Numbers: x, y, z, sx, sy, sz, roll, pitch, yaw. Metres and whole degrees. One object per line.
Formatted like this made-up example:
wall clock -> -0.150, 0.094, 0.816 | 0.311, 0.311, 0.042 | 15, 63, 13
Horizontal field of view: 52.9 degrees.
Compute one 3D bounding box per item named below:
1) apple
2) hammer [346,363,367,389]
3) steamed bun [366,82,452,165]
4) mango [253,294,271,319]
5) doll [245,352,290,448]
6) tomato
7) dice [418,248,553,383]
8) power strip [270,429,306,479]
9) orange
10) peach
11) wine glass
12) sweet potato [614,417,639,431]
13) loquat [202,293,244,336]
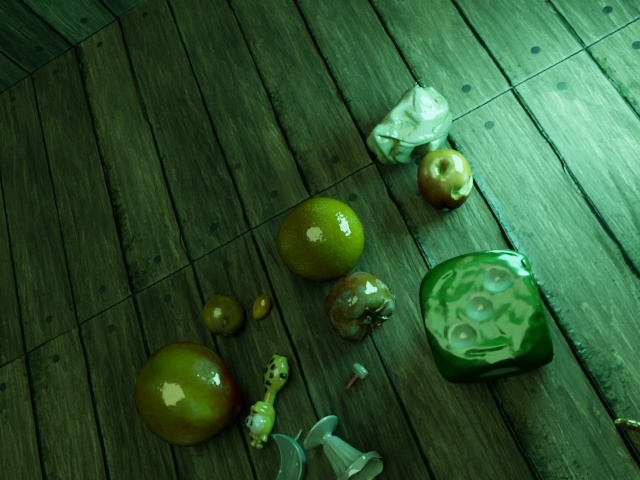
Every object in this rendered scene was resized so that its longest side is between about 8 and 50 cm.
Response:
apple -> 0.381, -0.192, 1.967 | 0.199, 0.199, 0.199 | -8, 67, 19
hammer -> 0.103, 0.413, 1.931 | 0.052, 0.031, 0.083 | 39, 98, 32
steamed bun -> 0.294, -0.344, 2.045 | 0.207, 0.268, 0.280 | 44, 97, 0
mango -> -0.195, 0.221, 2.118 | 0.060, 0.046, 0.089 | 31, 96, 31
doll -> -0.163, 0.489, 1.977 | 0.117, 0.086, 0.291 | -8, 62, 64
tomato -> 0.105, 0.190, 1.949 | 0.214, 0.155, 0.181 | -46, 57, 1
dice -> 0.443, 0.210, 1.722 | 0.297, 0.287, 0.300 | -17, 65, 16
power strip -> -0.105, 0.662, 1.905 | 0.137, 0.044, 0.216 | 8, 74, 24
orange -> 0.000, 0.000, 2.001 | 0.274, 0.274, 0.274 | -8, 67, 19
peach -> -0.400, 0.473, 1.972 | 0.332, 0.308, 0.308 | 18, 77, 11
wine glass -> 0.061, 0.605, 1.806 | 0.165, 0.165, 0.196 | -48, 53, -1
sweet potato -> 0.831, 0.462, 1.605 | 0.179, 0.044, 0.044 | -11, 66, 25
loquat -> -0.318, 0.244, 2.108 | 0.141, 0.141, 0.141 | -8, 67, 19
